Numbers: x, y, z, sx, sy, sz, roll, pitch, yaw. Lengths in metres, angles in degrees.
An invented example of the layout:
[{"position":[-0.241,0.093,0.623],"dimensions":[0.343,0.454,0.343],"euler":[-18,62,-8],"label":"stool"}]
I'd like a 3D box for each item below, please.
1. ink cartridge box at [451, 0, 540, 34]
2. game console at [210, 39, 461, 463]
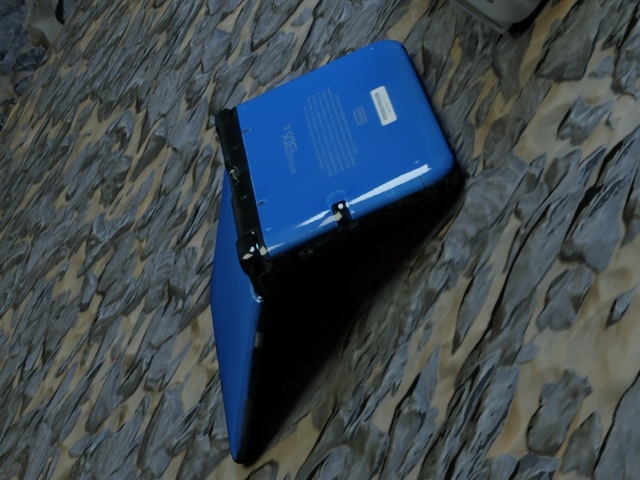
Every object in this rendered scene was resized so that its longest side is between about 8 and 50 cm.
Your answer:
[{"position":[0.136,-0.370,1.571],"dimensions":[0.279,0.160,0.384],"euler":[-53,21,16],"label":"ink cartridge box"},{"position":[0.000,0.000,1.569],"dimensions":[0.250,0.173,0.293],"euler":[-24,27,5],"label":"game console"}]
